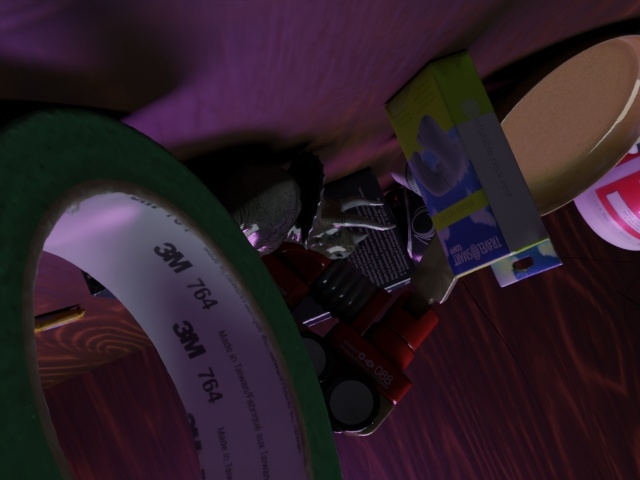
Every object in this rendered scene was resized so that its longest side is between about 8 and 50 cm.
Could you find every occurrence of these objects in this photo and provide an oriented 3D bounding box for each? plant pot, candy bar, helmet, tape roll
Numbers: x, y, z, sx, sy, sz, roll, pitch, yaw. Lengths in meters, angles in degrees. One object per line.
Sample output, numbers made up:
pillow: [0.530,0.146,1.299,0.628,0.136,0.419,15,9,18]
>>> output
plant pot: [0.239,-0.112,1.022,0.236,0.032,0.236,-24,145,-18]
candy bar: [-0.363,0.109,1.313,0.040,0.018,0.161,-21,177,34]
helmet: [0.180,-0.033,1.490,0.162,0.169,0.169,-3,170,-15]
tape roll: [-0.096,0.091,0.535,0.077,0.321,0.321,-25,175,21]

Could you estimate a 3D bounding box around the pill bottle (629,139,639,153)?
pill bottle: [0.426,-0.181,1.210,0.184,0.103,0.103,-24,175,13]

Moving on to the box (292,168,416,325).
box: [-0.035,0.036,1.268,0.270,0.143,0.165,-22,175,-1]

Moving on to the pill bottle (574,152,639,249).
pill bottle: [0.557,-0.147,1.439,0.229,0.229,0.408,-19,174,-37]

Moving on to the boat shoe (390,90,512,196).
boat shoe: [0.174,-0.113,1.088,0.226,0.083,0.076,-21,-158,-23]

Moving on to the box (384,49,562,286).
box: [0.117,-0.047,0.824,0.042,0.178,0.109,-21,175,-19]

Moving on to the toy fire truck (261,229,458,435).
toy fire truck: [0.035,0.048,1.055,0.246,0.217,0.158,-48,177,-14]

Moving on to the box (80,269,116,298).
box: [-0.144,0.011,1.072,0.159,0.044,0.233,-23,175,-1]

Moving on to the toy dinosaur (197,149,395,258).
toy dinosaur: [-0.073,-0.019,0.851,0.160,0.121,0.313,-37,167,17]
